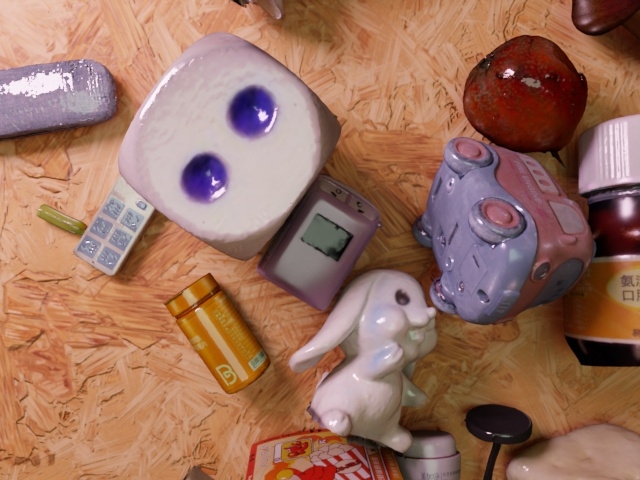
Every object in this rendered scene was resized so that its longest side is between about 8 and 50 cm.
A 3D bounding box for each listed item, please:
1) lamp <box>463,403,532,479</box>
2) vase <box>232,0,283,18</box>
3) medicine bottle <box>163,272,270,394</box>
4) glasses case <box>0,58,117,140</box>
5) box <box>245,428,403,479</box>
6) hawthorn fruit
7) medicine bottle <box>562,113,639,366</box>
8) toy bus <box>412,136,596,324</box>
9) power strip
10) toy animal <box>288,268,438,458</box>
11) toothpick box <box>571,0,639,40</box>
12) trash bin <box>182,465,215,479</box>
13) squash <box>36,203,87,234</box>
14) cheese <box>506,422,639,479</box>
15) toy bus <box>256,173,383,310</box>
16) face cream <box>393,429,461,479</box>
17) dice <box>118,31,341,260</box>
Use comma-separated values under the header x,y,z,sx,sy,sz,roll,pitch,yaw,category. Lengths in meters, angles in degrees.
x,y,z,sx,sy,sz,roll,pitch,yaw,category
0.268,0.469,0.917,0.108,0.130,0.372,23,108,19,lamp
-0.029,-0.568,0.737,0.249,0.250,0.446,32,97,-5,vase
-0.174,0.158,0.848,0.096,0.096,0.192,-33,96,0,medicine bottle
-0.478,-0.229,0.818,0.282,0.067,0.109,-10,92,0,glasses case
0.011,0.461,0.788,0.259,0.283,0.214,-9,96,-2,box
0.345,-0.217,0.818,0.181,0.181,0.235,-44,108,1,hawthorn fruit
0.512,0.004,0.811,0.242,0.242,0.396,-4,83,-2,medicine bottle
0.292,-0.018,0.772,0.231,0.294,0.197,2,137,-10,toy bus
-0.343,-0.031,0.856,0.081,0.035,0.192,33,93,-5,power strip
0.086,0.199,0.822,0.289,0.174,0.249,-47,129,-22,toy animal
0.557,-0.380,0.800,0.294,0.192,0.192,28,93,-10,toothpick box
-0.238,0.469,0.898,0.061,0.043,0.092,39,93,-5,trash bin
-0.442,-0.033,0.855,0.083,0.027,0.028,28,93,-5,squash
0.501,0.441,0.851,0.247,0.251,0.174,-19,96,-17,cheese
0.000,0.000,0.821,0.141,0.142,0.203,31,93,-5,toy bus
0.188,0.392,0.872,0.117,0.117,0.104,-1,77,-3,face cream
-0.132,-0.137,0.749,0.243,0.259,0.251,36,91,-7,dice
